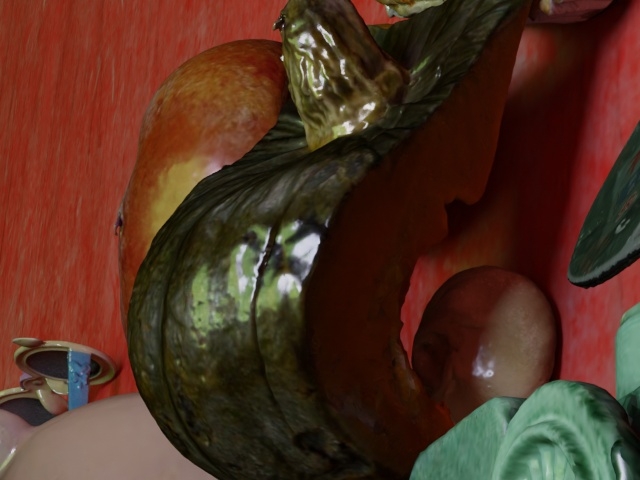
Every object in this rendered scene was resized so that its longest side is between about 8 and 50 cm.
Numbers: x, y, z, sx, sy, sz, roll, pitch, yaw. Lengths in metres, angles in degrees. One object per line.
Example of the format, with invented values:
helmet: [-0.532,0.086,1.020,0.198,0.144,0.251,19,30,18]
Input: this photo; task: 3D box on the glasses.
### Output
glasses: [-0.196,0.199,1.504,0.189,0.088,0.220,-51,54,48]

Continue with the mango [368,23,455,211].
mango: [0.028,-0.056,0.993,0.165,0.089,0.115,180,99,-73]

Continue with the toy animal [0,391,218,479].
toy animal: [-0.083,0.204,0.987,0.229,0.210,0.221,72,-159,-55]

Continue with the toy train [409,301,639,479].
toy train: [0.106,0.171,0.592,0.238,0.167,0.299,129,147,-60]

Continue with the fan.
fan: [0.158,-0.075,0.626,0.223,0.012,0.294,-56,3,-1]

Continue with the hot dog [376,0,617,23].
hot dog: [0.083,-0.164,0.933,0.252,0.069,0.131,-147,69,-66]

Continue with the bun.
bun: [0.070,0.053,0.879,0.086,0.055,0.086,-170,90,-69]

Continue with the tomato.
tomato: [-0.059,0.004,1.078,0.237,0.095,0.237,1,-90,-85]

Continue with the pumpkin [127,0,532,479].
pumpkin: [-0.002,-0.006,0.838,0.131,0.126,0.248,-3,77,56]
